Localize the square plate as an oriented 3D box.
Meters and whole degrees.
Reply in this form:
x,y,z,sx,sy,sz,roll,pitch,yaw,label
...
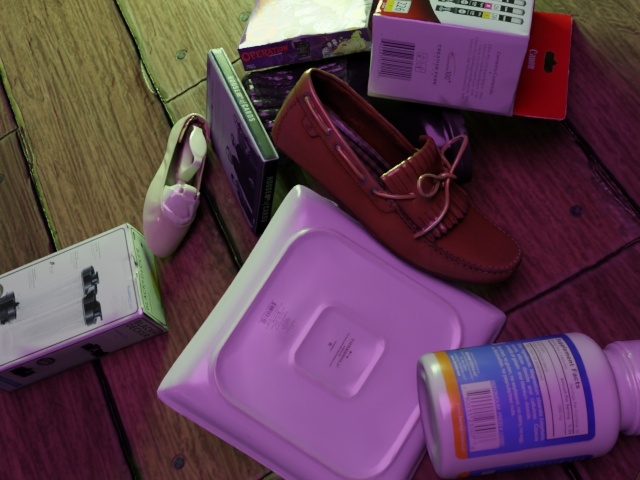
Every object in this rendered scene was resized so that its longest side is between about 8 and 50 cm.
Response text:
x,y,z,sx,sy,sz,roll,pitch,yaw,label
0.021,0.149,1.145,0.344,0.049,0.347,33,78,2,square plate

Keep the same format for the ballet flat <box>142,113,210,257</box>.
x,y,z,sx,sy,sz,roll,pitch,yaw,label
-0.223,-0.095,1.400,0.086,0.086,0.248,-1,66,19,ballet flat

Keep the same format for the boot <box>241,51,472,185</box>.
x,y,z,sx,sy,sz,roll,pitch,yaw,label
0.048,-0.167,1.304,0.260,0.131,0.348,-23,49,-7,boot

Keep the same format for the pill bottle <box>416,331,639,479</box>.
x,y,z,sx,sy,sz,roll,pitch,yaw,label
0.262,0.192,1.048,0.272,0.152,0.152,-8,62,-3,pill bottle

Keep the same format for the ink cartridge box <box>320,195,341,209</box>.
x,y,z,sx,sy,sz,roll,pitch,yaw,label
0.000,0.000,1.262,0.052,0.122,0.088,29,77,28,ink cartridge box

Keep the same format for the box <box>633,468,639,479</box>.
x,y,z,sx,sy,sz,roll,pitch,yaw,label
0.490,0.375,0.907,0.381,0.143,0.191,29,77,26,box

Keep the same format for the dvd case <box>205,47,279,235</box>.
x,y,z,sx,sy,sz,roll,pitch,yaw,label
-0.127,-0.152,1.352,0.030,0.179,0.238,-15,58,-19,dvd case

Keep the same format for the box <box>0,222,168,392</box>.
x,y,z,sx,sy,sz,roll,pitch,yaw,label
-0.395,0.108,1.367,0.290,0.087,0.169,-23,60,8,box

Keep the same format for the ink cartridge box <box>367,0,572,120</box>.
x,y,z,sx,sy,sz,roll,pitch,yaw,label
0.231,-0.320,1.244,0.272,0.130,0.309,10,44,8,ink cartridge box

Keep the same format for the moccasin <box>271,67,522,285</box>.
x,y,z,sx,sy,sz,roll,pitch,yaw,label
0.113,-0.086,1.157,0.380,0.147,0.139,44,47,9,moccasin

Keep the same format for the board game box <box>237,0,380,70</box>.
x,y,z,sx,sy,sz,roll,pitch,yaw,label
0.001,-0.398,1.423,0.208,0.056,0.346,-10,40,18,board game box
